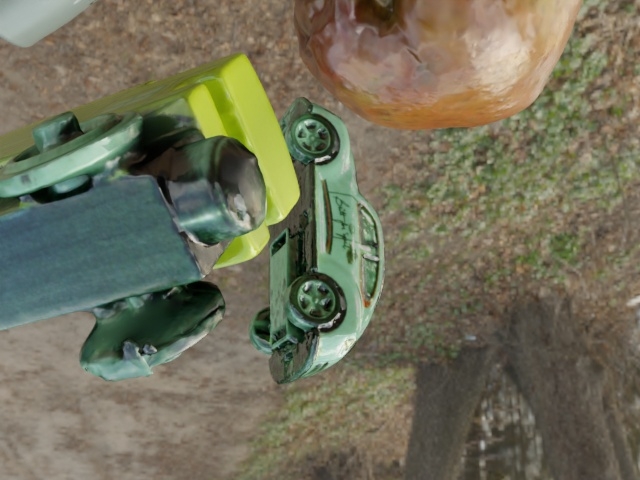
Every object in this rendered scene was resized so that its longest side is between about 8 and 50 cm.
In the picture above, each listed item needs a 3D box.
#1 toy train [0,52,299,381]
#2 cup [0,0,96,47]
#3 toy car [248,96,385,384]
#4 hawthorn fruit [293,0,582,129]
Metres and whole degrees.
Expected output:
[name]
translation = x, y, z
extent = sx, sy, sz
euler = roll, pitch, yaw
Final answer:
[toy train]
translation = -0.219, -0.010, 0.632
extent = 0.442, 0.272, 0.179
euler = -14, 112, 23
[cup]
translation = -0.281, -0.366, 0.864
extent = 0.234, 0.258, 0.186
euler = -31, 136, 6
[toy car]
translation = 0.000, 0.000, 0.860
extent = 0.125, 0.306, 0.136
euler = 9, 157, -20
[hawthorn fruit]
translation = 0.160, -0.385, 1.241
extent = 0.471, 0.472, 0.472
euler = 1, 155, 1
